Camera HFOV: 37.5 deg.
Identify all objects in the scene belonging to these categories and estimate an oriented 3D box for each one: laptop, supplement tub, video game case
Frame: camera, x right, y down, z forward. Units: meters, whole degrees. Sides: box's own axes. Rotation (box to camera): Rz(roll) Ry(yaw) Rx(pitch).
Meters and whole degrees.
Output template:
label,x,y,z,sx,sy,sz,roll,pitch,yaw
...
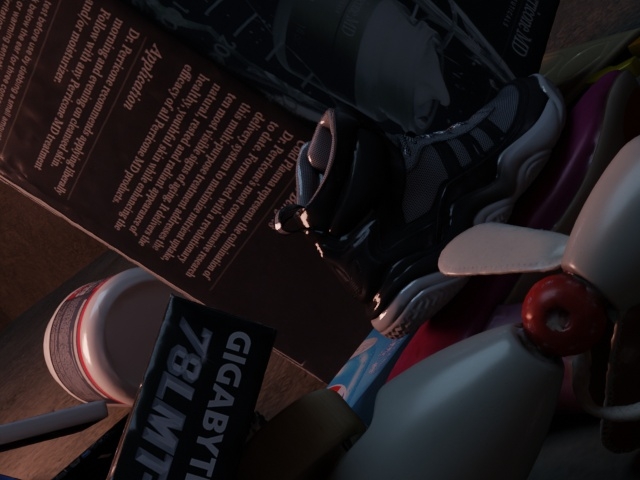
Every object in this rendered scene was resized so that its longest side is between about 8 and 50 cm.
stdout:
label,x,y,z,sx,sy,sz,roll,pitch,yaw
laptop,-0.332,0.246,1.129,0.264,0.136,0.234,-41,-9,-3
supplement tub,-0.282,0.144,1.359,0.191,0.191,0.272,-48,16,-27
video game case,-0.359,0.227,1.087,0.201,0.023,0.183,-10,-11,-25

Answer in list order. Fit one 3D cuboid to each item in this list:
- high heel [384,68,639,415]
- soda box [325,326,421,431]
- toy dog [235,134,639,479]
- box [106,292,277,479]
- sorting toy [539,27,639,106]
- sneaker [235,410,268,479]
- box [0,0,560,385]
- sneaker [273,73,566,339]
label,x,y,z,sx,sy,sz,roll,pitch,yaw
high heel,0.166,-0.006,0.769,0.181,0.127,0.377,-14,31,39
soda box,0.026,0.161,0.758,0.210,0.071,0.067,-48,16,-28
toy dog,0.116,0.094,0.567,0.334,0.220,0.161,-29,-15,16
box,-0.120,0.217,0.581,0.295,0.073,0.293,120,166,-63
sorting toy,0.303,-0.185,1.173,0.229,0.041,0.307,-39,14,-13
sneaker,-0.094,0.228,0.932,0.058,0.052,0.135,-43,3,34
box,-0.045,-0.191,1.010,0.297,0.472,0.479,-48,11,43
sneaker,0.077,-0.066,0.717,0.268,0.153,0.101,-53,5,-29
